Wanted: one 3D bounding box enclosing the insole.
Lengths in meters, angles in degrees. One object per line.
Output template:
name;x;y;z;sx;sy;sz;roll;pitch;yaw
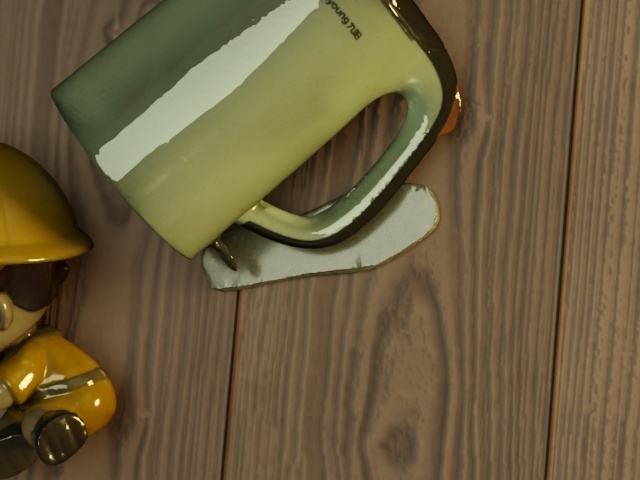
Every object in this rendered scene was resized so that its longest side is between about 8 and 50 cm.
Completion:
insole;0.000;0.000;1.532;0.192;0.010;0.063;-14;82;11

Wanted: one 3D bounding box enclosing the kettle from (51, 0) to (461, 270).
kettle;-0.036;-0.107;1.484;0.255;0.165;0.240;-40;102;2

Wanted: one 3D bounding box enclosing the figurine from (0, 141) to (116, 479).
figurine;-0.245;0.042;1.506;0.167;0.192;0.257;-33;104;-19
